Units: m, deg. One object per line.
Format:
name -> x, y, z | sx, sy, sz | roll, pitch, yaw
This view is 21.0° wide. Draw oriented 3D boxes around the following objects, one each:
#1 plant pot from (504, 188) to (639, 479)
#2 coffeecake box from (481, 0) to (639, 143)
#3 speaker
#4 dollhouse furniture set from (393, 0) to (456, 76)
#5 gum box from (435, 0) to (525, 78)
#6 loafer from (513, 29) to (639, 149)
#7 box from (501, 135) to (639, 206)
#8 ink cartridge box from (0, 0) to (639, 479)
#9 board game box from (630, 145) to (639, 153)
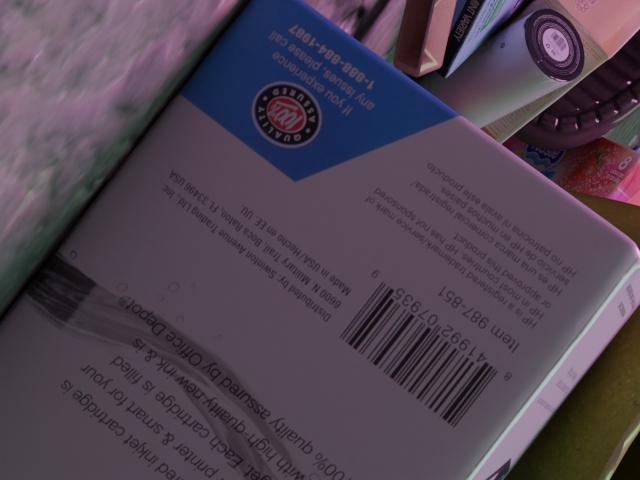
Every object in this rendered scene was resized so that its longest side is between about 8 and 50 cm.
plant pot -> 0.128, 0.076, 1.033 | 0.275, 0.293, 0.274 | -26, 133, -32
coffeecake box -> 0.170, -0.148, 1.284 | 0.142, 0.068, 0.185 | -44, -178, -39
speaker -> 0.118, -0.112, 1.203 | 0.136, 0.055, 0.055 | -27, -167, 50
dollhouse furniture set -> 0.024, -0.116, 1.040 | 0.081, 0.091, 0.114 | 4, 107, -29
gum box -> 0.141, -0.211, 1.132 | 0.184, 0.041, 0.157 | -44, 168, -36
loafer -> 0.277, -0.203, 1.496 | 0.366, 0.134, 0.130 | -48, 169, -20
box -> 0.229, -0.009, 1.541 | 0.142, 0.154, 0.300 | -52, -159, 1
ink cartridge box -> -0.022, 0.070, 0.838 | 0.307, 0.223, 0.129 | -52, 165, 0
board game box -> 0.167, 0.080, 1.894 | 0.390, 0.050, 0.390 | -48, -172, -30
